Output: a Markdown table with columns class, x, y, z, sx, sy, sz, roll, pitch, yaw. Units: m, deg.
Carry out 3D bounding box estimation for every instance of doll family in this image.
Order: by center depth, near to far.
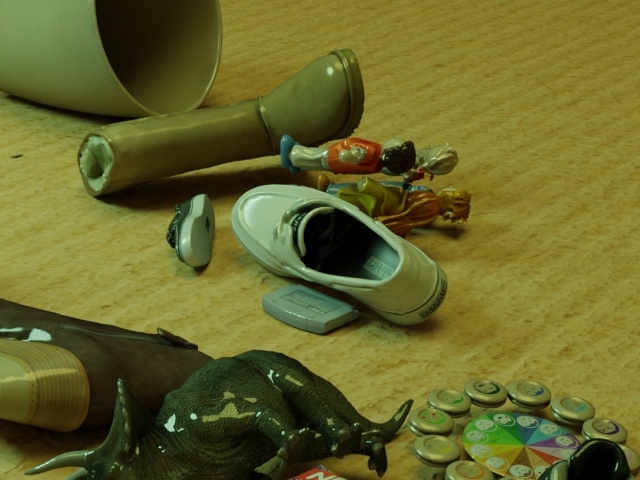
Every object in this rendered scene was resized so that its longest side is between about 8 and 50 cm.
| class | x | y | z | sx | sy | sz | roll | pitch | yaw |
| --- | --- | --- | --- | --- | --- | --- | --- | --- | --- |
| doll family | 0.070 | -0.048 | 1.713 | 0.163 | 0.118 | 0.263 | 3 | 3 | 19 |

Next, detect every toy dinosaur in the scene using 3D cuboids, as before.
| class | x | y | z | sx | sy | sz | roll | pitch | yaw |
| --- | --- | --- | --- | --- | --- | --- | --- | --- | --- |
| toy dinosaur | -0.046 | 0.130 | 1.213 | 0.313 | 0.121 | 0.160 | -24 | 46 | -40 |

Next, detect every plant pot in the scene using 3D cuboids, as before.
| class | x | y | z | sx | sy | sz | roll | pitch | yaw |
| --- | --- | --- | --- | --- | --- | --- | --- | --- | --- |
| plant pot | -0.310 | -0.269 | 2.069 | 0.274 | 0.256 | 0.256 | -4 | 16 | 32 |

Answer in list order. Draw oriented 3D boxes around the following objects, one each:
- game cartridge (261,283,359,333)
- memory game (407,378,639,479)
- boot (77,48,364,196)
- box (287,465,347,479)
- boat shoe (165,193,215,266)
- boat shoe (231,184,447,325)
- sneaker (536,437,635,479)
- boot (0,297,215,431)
| class | x | y | z | sx | sy | sz | roll | pitch | yaw |
| --- | --- | --- | --- | --- | --- | --- | --- | --- | --- |
| game cartridge | -0.012 | 0.064 | 1.517 | 0.083 | 0.017 | 0.056 | 21 | 25 | 40 |
| memory game | 0.159 | 0.157 | 1.275 | 0.186 | 0.012 | 0.186 | 6 | 25 | -3 |
| boot | -0.108 | -0.120 | 1.769 | 0.269 | 0.089 | 0.236 | -12 | -14 | -24 |
| box | -0.002 | 0.278 | 0.770 | 0.279 | 0.177 | 0.290 | -18 | 29 | -42 |
| boat shoe | -0.135 | -0.006 | 1.653 | 0.040 | 0.049 | 0.142 | -15 | 19 | 8 |
| boat shoe | 0.000 | 0.000 | 1.547 | 0.267 | 0.096 | 0.088 | 32 | -7 | 41 |
| sneaker | 0.181 | 0.177 | 1.083 | 0.086 | 0.132 | 0.229 | 12 | 24 | 5 |
| boot | -0.219 | 0.096 | 1.371 | 0.206 | 0.090 | 0.248 | 2 | 17 | -34 |
